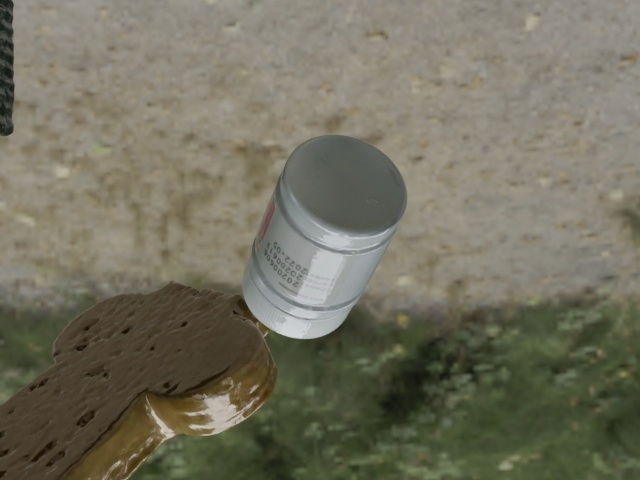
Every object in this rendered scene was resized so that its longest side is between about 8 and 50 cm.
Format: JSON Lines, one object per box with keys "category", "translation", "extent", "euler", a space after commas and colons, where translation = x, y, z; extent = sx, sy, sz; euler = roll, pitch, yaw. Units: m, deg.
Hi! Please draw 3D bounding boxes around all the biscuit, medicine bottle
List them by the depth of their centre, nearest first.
{"category": "medicine bottle", "translation": [0.000, 0.000, 0.597], "extent": [0.058, 0.058, 0.091], "euler": [0, 145, -19]}
{"category": "biscuit", "translation": [-0.220, 0.188, 1.158], "extent": [0.394, 0.076, 0.368], "euler": [-44, -155, -27]}

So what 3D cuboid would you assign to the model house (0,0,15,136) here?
{"category": "model house", "translation": [-0.413, -0.175, 1.253], "extent": [0.226, 0.241, 0.261], "euler": [-32, 176, 7]}
